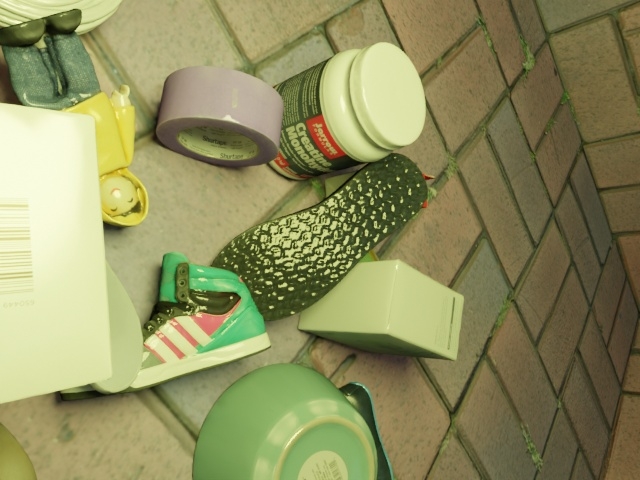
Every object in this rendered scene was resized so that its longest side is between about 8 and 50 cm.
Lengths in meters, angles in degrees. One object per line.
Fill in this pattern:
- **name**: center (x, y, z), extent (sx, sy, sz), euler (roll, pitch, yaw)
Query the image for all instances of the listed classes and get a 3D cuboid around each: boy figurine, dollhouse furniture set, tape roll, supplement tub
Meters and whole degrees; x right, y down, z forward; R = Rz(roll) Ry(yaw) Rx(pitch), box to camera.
- **boy figurine**: center (-0.313, -0.134, 0.646), extent (0.177, 0.092, 0.285), euler (-37, 126, -39)
- **dollhouse furniture set**: center (0.093, 0.015, 1.081), extent (0.076, 0.058, 0.152), euler (-44, 115, -37)
- **tape roll**: center (-0.153, -0.185, 0.777), extent (0.189, 0.189, 0.080), euler (16, 75, -42)
- **supplement tub**: center (0.028, -0.223, 0.898), extent (0.191, 0.272, 0.191), euler (6, 81, -43)

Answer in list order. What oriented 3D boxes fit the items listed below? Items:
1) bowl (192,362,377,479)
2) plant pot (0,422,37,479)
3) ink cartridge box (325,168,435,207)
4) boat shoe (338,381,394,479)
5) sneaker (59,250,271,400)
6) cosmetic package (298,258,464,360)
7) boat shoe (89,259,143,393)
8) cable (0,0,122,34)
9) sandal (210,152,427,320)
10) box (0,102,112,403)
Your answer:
- **bowl**: center (-0.030, 0.361, 0.805), extent (0.311, 0.163, 0.312), euler (6, 79, -30)
- **plant pot**: center (-0.415, 0.278, 0.407), extent (0.323, 0.323, 0.280), euler (63, 26, -18)
- **ink cartridge box**: center (0.137, -0.101, 1.085), extent (0.231, 0.134, 0.078), euler (-1, 85, -43)
- **boat shoe**: center (0.069, 0.420, 0.998), extent (0.089, 0.109, 0.258), euler (-8, 74, -37)
- **sneaker**: center (-0.225, 0.110, 0.723), extent (0.295, 0.123, 0.179), euler (-11, 81, -32)
- **cosmetic package**: center (0.118, 0.140, 0.975), extent (0.224, 0.224, 0.138), euler (28, 66, -38)
- **boat shoe**: center (-0.307, 0.074, 0.633), extent (0.095, 0.084, 0.258), euler (-8, 71, -54)
- **cable**: center (-0.388, -0.388, 0.647), extent (0.257, 0.089, 0.257), euler (45, 56, -32)
- **sandal**: center (0.002, 0.001, 0.911), extent (0.445, 0.107, 0.168), euler (-31, 92, -16)
- **box**: center (-0.345, 0.022, 0.458), extent (0.168, 0.345, 0.215), euler (-3, 87, -44)
